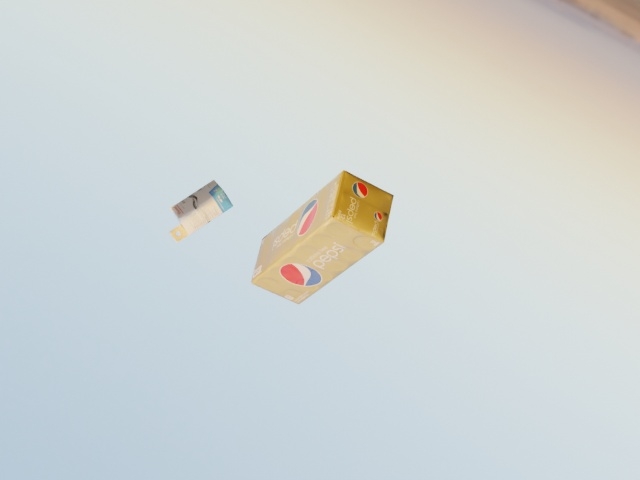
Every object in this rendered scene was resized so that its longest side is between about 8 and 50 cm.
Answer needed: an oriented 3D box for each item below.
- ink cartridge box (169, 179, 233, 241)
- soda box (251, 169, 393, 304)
[{"bbox_3d":[-0.154,-0.036,1.727,0.028,0.083,0.048,59,173,-24],"label":"ink cartridge box"},{"bbox_3d":[0.000,0.000,1.409,0.061,0.181,0.058,25,-122,-19],"label":"soda box"}]
